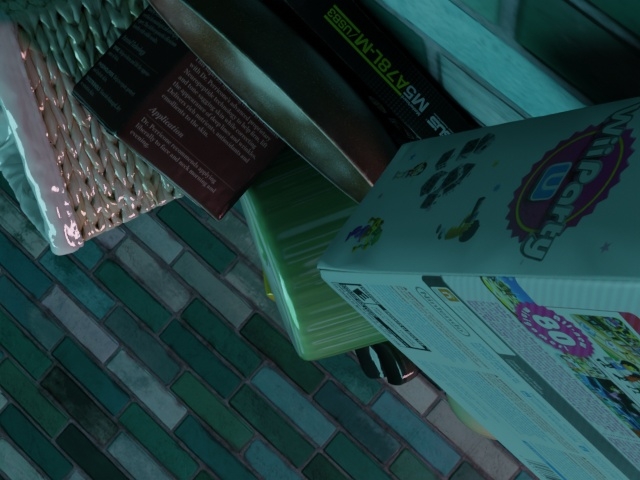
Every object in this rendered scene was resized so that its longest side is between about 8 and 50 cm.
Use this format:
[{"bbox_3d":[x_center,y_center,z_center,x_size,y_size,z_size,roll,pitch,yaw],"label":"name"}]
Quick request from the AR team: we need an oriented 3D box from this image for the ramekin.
[{"bbox_3d":[0.000,0.000,1.158,0.303,0.148,0.303,160,90,-84],"label":"ramekin"}]

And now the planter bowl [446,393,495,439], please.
[{"bbox_3d":[0.246,0.200,1.320,0.162,0.162,0.109,41,-174,21],"label":"planter bowl"}]

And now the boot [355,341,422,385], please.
[{"bbox_3d":[0.169,0.119,1.352,0.091,0.229,0.263,70,165,-14],"label":"boot"}]

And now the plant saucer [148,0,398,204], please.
[{"bbox_3d":[-0.035,-0.135,0.815,0.310,0.050,0.310,42,178,2],"label":"plant saucer"}]

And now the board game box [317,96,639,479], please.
[{"bbox_3d":[0.162,0.049,0.412,0.224,0.097,0.303,42,162,-20],"label":"board game box"}]

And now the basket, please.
[{"bbox_3d":[-0.326,-0.223,1.258,0.328,0.267,0.331,40,150,48],"label":"basket"}]

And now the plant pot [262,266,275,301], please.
[{"bbox_3d":[0.018,0.028,1.546,0.212,0.187,0.212,4,161,23],"label":"plant pot"}]

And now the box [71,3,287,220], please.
[{"bbox_3d":[-0.131,-0.166,1.047,0.168,0.203,0.167,43,178,-37],"label":"box"}]

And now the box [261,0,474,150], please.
[{"bbox_3d":[0.023,-0.146,0.789,0.184,0.045,0.191,40,179,-20],"label":"box"}]
